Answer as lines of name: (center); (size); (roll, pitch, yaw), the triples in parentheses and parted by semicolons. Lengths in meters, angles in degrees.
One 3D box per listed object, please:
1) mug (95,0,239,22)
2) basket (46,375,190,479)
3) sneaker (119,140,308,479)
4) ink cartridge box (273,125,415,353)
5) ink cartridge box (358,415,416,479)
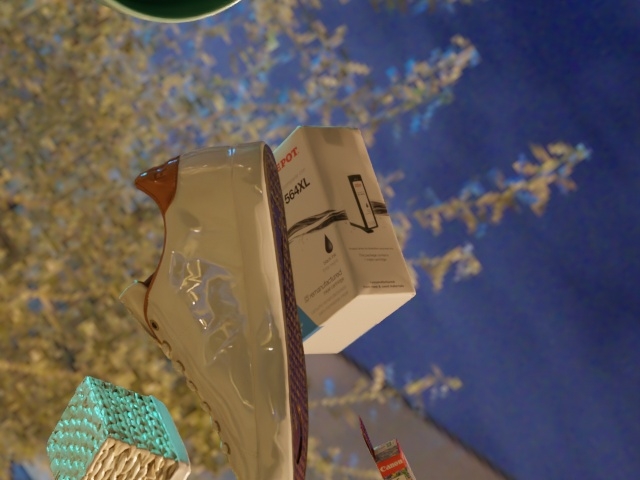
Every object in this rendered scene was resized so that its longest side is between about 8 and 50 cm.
mug: (-0.079, -0.190, 0.814); (0.097, 0.158, 0.129); (31, -42, 60)
basket: (-0.222, 0.234, 1.651); (0.103, 0.113, 0.167); (26, 10, -24)
sneaker: (-0.077, 0.078, 1.120); (0.106, 0.123, 0.290); (-2, 84, -84)
ink cartridge box: (0.000, 0.000, 1.625); (0.148, 0.086, 0.203); (-42, -122, 44)
ink cartridge box: (0.074, 0.229, 1.544); (0.063, 0.029, 0.115); (-96, 161, -83)
